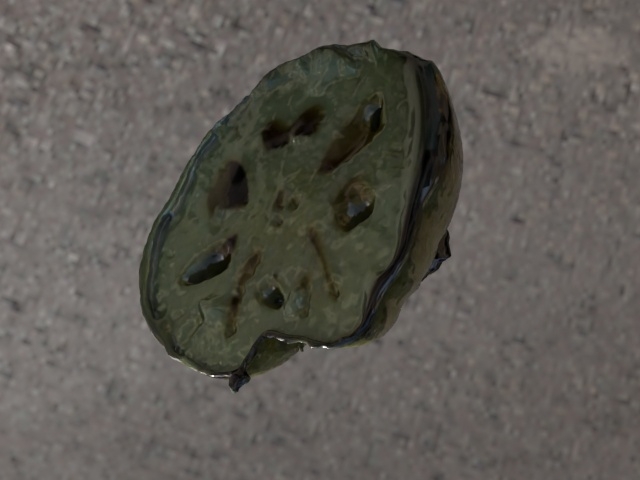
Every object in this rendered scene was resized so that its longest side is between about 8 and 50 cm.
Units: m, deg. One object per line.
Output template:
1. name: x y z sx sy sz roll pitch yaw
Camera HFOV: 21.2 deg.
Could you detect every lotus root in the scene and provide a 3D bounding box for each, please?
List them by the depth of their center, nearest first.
1. lotus root: 0.002 -0.004 0.925 0.183 0.204 0.078 19 166 45
